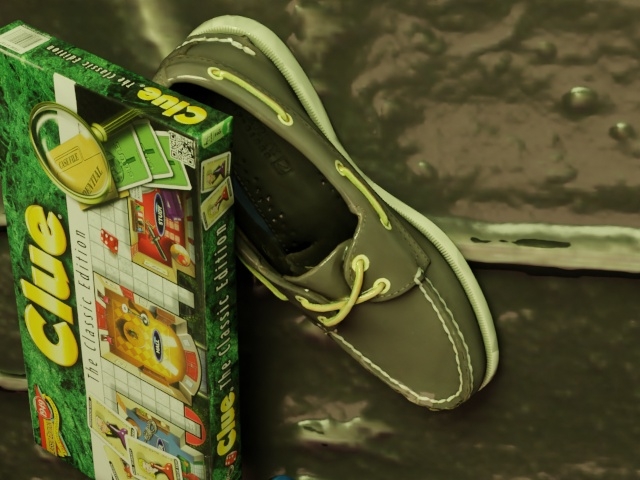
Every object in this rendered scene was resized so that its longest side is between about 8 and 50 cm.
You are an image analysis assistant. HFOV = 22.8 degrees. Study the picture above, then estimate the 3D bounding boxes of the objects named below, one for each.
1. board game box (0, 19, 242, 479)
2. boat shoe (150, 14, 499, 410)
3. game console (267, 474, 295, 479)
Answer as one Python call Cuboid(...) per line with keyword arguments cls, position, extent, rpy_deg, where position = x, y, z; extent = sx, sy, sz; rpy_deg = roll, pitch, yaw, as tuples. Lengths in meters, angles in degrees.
Cuboid(cls="board game box", position=(-0.098, 0.030, 0.780), extent=(0.136, 0.030, 0.259), rpy_deg=(27, 134, 31))
Cuboid(cls="boat shoe", position=(0.000, 0.000, 0.757), extent=(0.081, 0.068, 0.227), rpy_deg=(-34, 101, 29))
Cuboid(cls="game console", position=(-0.058, 0.313, 0.804), extent=(0.173, 0.293, 0.250), rpy_deg=(37, 121, 0))
